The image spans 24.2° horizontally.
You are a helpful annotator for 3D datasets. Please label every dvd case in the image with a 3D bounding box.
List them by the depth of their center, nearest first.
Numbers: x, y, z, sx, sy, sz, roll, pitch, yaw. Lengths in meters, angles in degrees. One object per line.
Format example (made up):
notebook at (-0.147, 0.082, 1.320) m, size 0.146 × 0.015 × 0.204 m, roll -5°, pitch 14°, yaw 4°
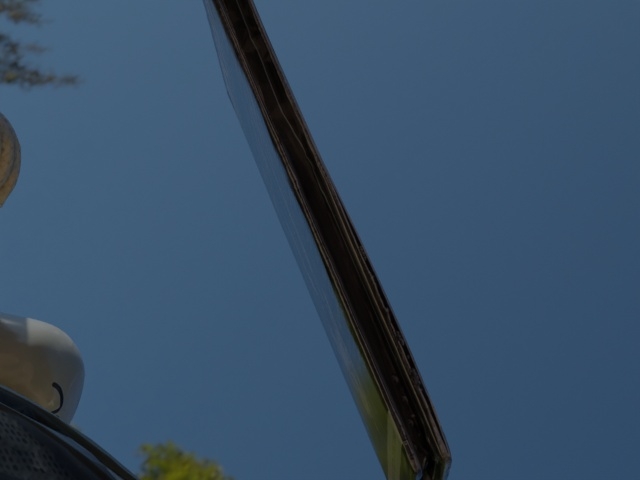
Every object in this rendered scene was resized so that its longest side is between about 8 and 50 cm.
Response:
dvd case at (0.000, 0.000, 0.586) m, size 0.018 × 0.164 × 0.221 m, roll -21°, pitch -108°, yaw -4°

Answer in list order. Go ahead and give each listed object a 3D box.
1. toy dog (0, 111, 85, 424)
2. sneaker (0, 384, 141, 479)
toy dog at (-0.304, 0.056, 0.763) m, size 0.334 × 0.161 × 0.220 m, roll -8°, pitch -69°, yaw 3°
sneaker at (-0.003, 0.187, 0.375) m, size 0.483 × 0.185 × 0.202 m, roll 43°, pitch -27°, yaw -26°
